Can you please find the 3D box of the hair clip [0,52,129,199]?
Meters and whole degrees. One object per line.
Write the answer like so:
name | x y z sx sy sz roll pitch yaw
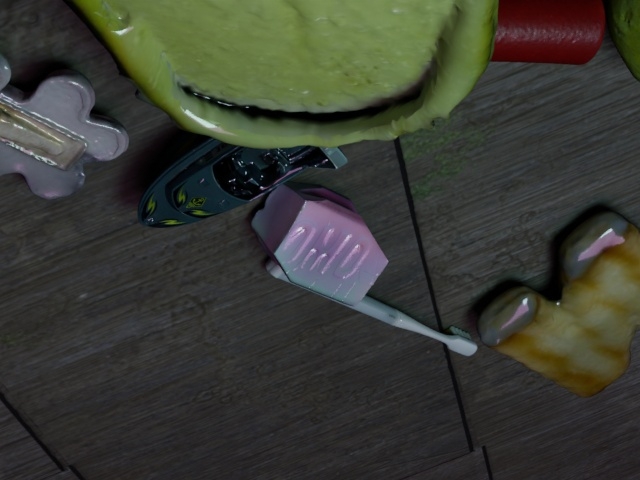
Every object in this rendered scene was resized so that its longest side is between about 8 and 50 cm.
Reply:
hair clip | -0.287 -0.113 0.877 0.257 0.075 0.146 21 124 -43

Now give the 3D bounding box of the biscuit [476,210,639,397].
biscuit | 0.356 0.089 1.331 0.291 0.062 0.237 28 116 -39

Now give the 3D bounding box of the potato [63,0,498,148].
potato | -0.028 -0.220 0.802 0.330 0.212 0.280 8 156 4

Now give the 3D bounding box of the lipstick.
lipstick | 0.145 -0.201 0.955 0.241 0.080 0.080 -4 133 -20

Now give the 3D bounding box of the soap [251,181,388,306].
soap | 0.000 0.000 1.097 0.149 0.056 0.100 25 106 -36

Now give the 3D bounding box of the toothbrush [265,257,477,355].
toothbrush | 0.070 0.080 1.231 0.342 0.030 0.025 23 120 -37

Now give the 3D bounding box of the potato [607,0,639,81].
potato | 0.373 -0.241 0.958 0.186 0.148 0.253 -8 134 -18

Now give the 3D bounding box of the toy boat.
toy boat | -0.071 -0.078 0.973 0.246 0.103 0.093 -30 139 12
